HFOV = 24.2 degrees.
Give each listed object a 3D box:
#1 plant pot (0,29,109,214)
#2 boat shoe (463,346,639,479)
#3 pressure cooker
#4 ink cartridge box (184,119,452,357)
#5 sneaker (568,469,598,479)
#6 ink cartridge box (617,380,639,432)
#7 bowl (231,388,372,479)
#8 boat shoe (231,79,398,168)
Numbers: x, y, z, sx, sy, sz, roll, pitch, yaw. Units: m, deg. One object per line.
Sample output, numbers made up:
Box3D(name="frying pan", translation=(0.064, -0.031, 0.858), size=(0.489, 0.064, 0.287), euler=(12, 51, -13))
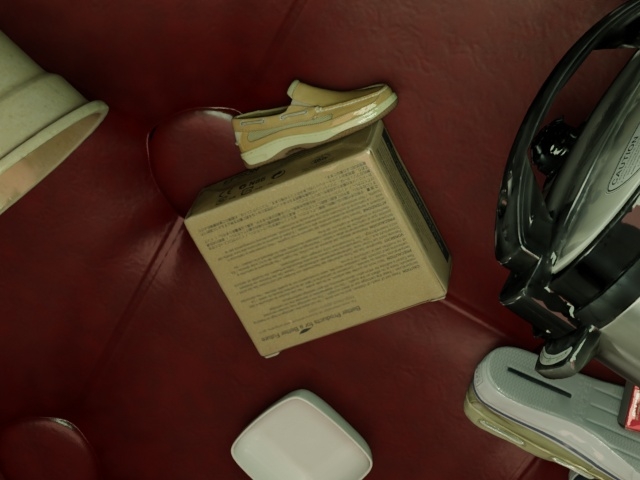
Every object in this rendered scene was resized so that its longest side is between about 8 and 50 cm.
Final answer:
Box3D(name="plant pot", translation=(-0.446, -0.149, 1.549), size=(0.334, 0.334, 0.305), euler=(-38, 94, 27))
Box3D(name="boat shoe", translation=(0.306, 0.216, 1.696), size=(0.302, 0.109, 0.094), euler=(28, 144, 1))
Box3D(name="pressure cooker", translation=(0.373, -0.019, 1.389), size=(0.420, 0.370, 0.375), euler=(34, 124, -6))
Box3D(name="ink cartridge box", translation=(0.000, 0.000, 1.640), size=(0.234, 0.088, 0.193), euler=(-20, 113, 21))
Box3D(name="sneaker", translation=(0.395, 0.380, 1.720), size=(0.282, 0.153, 0.099), euler=(37, 120, -9))
Box3D(name="ink cartridge box", translation=(0.423, 0.161, 1.614), size=(0.175, 0.072, 0.128), euler=(13, 88, 5))
Box3D(name="bowl", translation=(-0.020, 0.247, 1.798), size=(0.142, 0.053, 0.142), euler=(42, 118, -12))
Box3D(name="boat shoe", translation=(-0.012, -0.137, 1.585), size=(0.190, 0.068, 0.072), euler=(-19, 100, 21))
